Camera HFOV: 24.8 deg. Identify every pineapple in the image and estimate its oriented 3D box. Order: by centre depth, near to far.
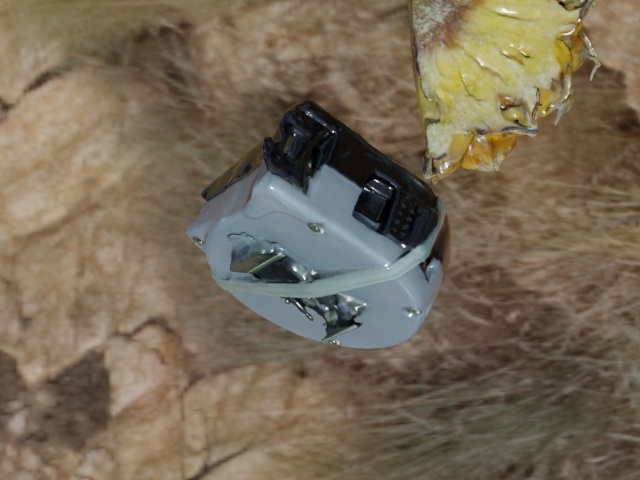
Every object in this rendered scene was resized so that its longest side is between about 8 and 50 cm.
[{"bbox_3d":[0.040,-0.053,0.329,0.045,0.019,0.083,-7,69,0],"label":"pineapple"}]

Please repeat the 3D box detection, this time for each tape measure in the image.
[{"bbox_3d":[0.004,0.003,1.048,0.182,0.181,0.107,-39,23,57],"label":"tape measure"}]
